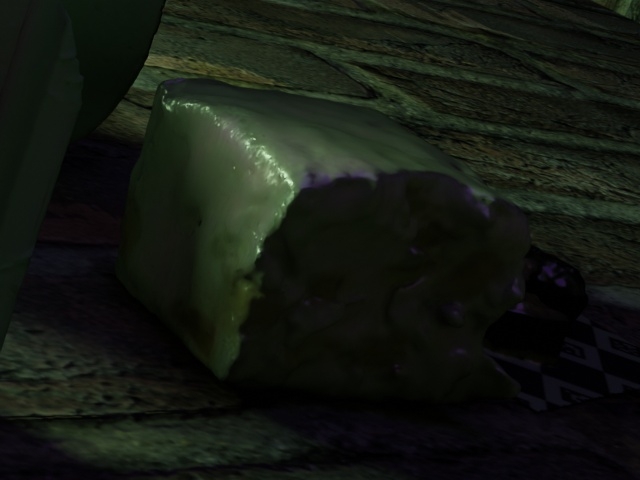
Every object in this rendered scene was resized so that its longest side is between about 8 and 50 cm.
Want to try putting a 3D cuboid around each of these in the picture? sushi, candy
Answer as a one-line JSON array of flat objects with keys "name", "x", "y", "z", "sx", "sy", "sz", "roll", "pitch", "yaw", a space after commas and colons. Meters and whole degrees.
[{"name": "sushi", "x": 0.115, "y": 0.028, "z": 1.181, "sx": 0.231, "sy": 0.047, "sz": 0.219, "roll": 30, "pitch": 19, "yaw": 31}, {"name": "candy", "x": 0.000, "y": 0.000, "z": 0.983, "sx": 0.184, "sy": 0.137, "sz": 0.195, "roll": 9, "pitch": 17, "yaw": -33}]

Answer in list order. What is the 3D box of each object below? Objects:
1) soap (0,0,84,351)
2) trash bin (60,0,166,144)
[{"name": "soap", "x": -0.185, "y": -0.037, "z": 0.713, "sx": 0.145, "sy": 0.231, "sz": 0.091, "roll": 4, "pitch": 23, "yaw": -44}, {"name": "trash bin", "x": -0.326, "y": -0.216, "z": 1.063, "sx": 0.432, "sy": 0.280, "sz": 0.280, "roll": 12, "pitch": 18, "yaw": -36}]
